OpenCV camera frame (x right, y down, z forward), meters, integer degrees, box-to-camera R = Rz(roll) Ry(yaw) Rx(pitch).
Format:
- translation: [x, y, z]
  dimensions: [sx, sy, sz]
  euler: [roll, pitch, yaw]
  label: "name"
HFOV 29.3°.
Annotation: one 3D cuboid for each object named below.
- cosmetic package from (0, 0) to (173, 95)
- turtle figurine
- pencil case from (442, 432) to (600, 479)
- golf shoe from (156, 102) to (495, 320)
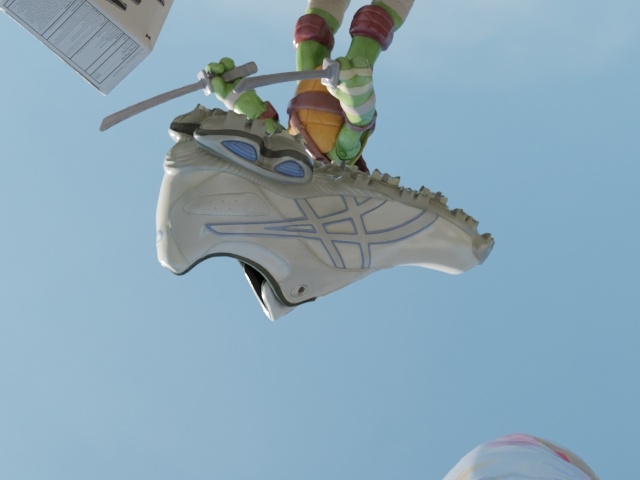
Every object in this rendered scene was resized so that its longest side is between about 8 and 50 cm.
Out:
- translation: [-0.152, -0.216, 0.918]
  dimensions: [0.099, 0.060, 0.239]
  euler: [41, -148, -23]
  label: "cosmetic package"
- translation: [-0.022, -0.178, 1.191]
  dimensions: [0.275, 0.198, 0.266]
  euler: [27, -116, -14]
  label: "turtle figurine"
- translation: [0.105, 0.164, 0.586]
  dimensions: [0.124, 0.113, 0.273]
  euler: [41, -179, 9]
  label: "pencil case"
- translation: [0.000, 0.000, 0.585]
  dimensions: [0.176, 0.086, 0.069]
  euler: [18, 178, -26]
  label: "golf shoe"
